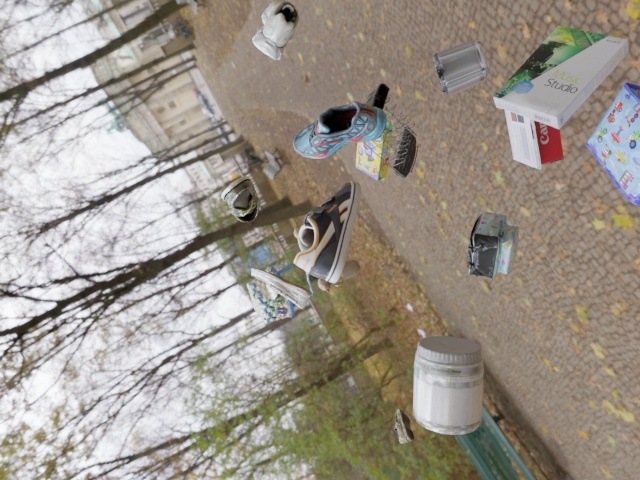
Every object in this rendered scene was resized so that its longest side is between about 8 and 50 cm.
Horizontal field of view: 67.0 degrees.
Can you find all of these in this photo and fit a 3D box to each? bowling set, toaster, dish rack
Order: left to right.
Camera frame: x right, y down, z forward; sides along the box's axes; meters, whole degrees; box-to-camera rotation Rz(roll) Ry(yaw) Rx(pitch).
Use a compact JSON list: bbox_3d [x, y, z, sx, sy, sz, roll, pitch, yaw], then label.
[{"bbox_3d":[0.000,0.000,1.591,0.287,0.154,0.199,54,166,31],"label":"bowling set"},{"bbox_3d":[0.232,-0.339,1.550,0.272,0.208,0.074,36,151,-30],"label":"dish rack"},{"bbox_3d":[0.444,-0.550,1.539,0.227,0.147,0.129,-16,-92,-73],"label":"toaster"}]

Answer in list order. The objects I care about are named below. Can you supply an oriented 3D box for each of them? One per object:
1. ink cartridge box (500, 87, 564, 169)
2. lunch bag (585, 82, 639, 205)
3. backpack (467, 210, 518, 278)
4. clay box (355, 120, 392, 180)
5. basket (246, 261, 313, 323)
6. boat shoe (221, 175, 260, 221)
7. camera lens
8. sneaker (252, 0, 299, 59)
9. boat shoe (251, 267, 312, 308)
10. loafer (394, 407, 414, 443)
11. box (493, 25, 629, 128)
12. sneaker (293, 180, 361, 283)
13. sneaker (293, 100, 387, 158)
[{"bbox_3d":[0.841,-0.457,1.892,0.272,0.130,0.309,-94,-14,-70],"label":"ink cartridge box"},{"bbox_3d":[0.898,-0.259,1.351,0.220,0.138,0.293,98,179,-50],"label":"lunch bag"},{"bbox_3d":[0.529,0.005,1.482,0.188,0.145,0.165,-64,-29,-47],"label":"backpack"},{"bbox_3d":[0.194,-0.346,1.772,0.127,0.053,0.222,38,142,36],"label":"clay box"},{"bbox_3d":[-0.171,0.235,2.216,0.201,0.289,0.254,39,151,43],"label":"basket"},{"bbox_3d":[-0.247,-0.126,1.561,0.091,0.109,0.305,55,172,3],"label":"boat shoe"},{"bbox_3d":[0.416,0.472,1.578,0.219,0.220,0.274,-148,58,-80],"label":"camera lens"},{"bbox_3d":[-0.104,-0.616,1.350,0.110,0.118,0.292,27,-140,-21],"label":"sneaker"},{"bbox_3d":[-0.176,0.197,1.981,0.277,0.096,0.098,24,178,17],"label":"boat shoe"},{"bbox_3d":[0.272,0.623,1.624,0.056,0.050,0.148,48,-169,-12],"label":"loafer"},{"bbox_3d":[0.728,-0.506,1.476,0.232,0.322,0.058,40,175,42],"label":"box"},{"bbox_3d":[0.020,-0.047,1.246,0.126,0.128,0.321,114,173,-50],"label":"sneaker"},{"bbox_3d":[0.021,-0.279,1.169,0.125,0.262,0.104,11,-110,-51],"label":"sneaker"}]
